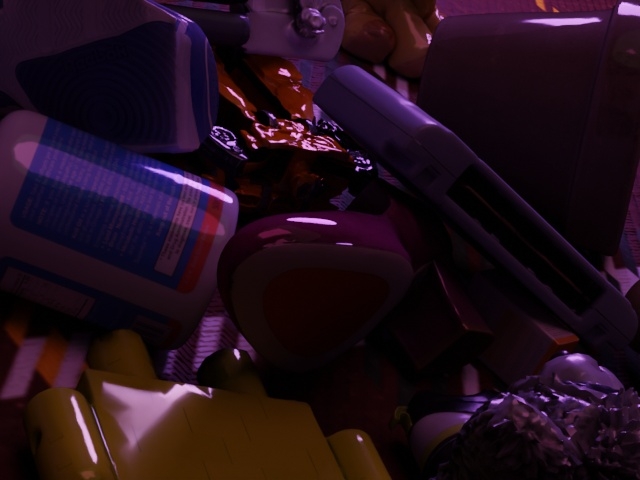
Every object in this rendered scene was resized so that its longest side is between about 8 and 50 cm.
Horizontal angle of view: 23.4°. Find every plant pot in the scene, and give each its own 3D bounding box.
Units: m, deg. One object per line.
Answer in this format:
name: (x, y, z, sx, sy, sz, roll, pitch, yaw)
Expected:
plant pot: (0.218, -0.133, 1.568, 0.229, 0.263, 0.263, 13, 24, 9)

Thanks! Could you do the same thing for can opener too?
can opener: (-0.097, -0.205, 1.384, 0.280, 0.074, 0.093, 1, 1, -38)

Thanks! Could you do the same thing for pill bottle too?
pill bottle: (-0.179, -0.017, 1.063, 0.221, 0.124, 0.124, 22, 26, -13)

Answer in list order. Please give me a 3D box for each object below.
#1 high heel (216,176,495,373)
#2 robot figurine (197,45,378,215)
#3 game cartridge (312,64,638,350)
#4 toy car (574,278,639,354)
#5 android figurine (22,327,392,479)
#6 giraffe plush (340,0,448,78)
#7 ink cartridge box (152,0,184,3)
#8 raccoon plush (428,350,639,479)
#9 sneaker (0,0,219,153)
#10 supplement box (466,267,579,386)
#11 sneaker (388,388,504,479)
high heel: (0.000, 0.000, 1.139, 0.181, 0.127, 0.377, 57, 12, 24)
robot figurine: (-0.071, -0.112, 1.391, 0.211, 0.085, 0.291, 8, 31, -35)
game cartridge: (0.128, -0.031, 1.298, 0.297, 0.062, 0.198, 40, 6, -32)
toy car: (0.317, 0.086, 1.364, 0.155, 0.149, 0.188, -27, 26, -26)
android figurine: (-0.058, 0.155, 0.946, 0.248, 0.056, 0.273, 14, 27, -28)
giraffe plush: (0.108, -0.310, 1.830, 0.181, 0.170, 0.210, 5, 33, -38)
ink cartridge box: (-0.270, -0.342, 1.424, 0.270, 0.197, 0.198, 21, 21, 26)
raccoon plush: (0.244, 0.243, 0.926, 0.299, 0.216, 0.446, 5, 33, -24)
sneaker: (-0.208, -0.147, 1.205, 0.315, 0.127, 0.182, 8, 11, 22)
supplement box: (0.159, 0.077, 1.289, 0.098, 0.062, 0.036, 43, 30, 28)
sneaker: (0.157, 0.140, 1.147, 0.234, 0.084, 0.097, 7, 31, -36)
